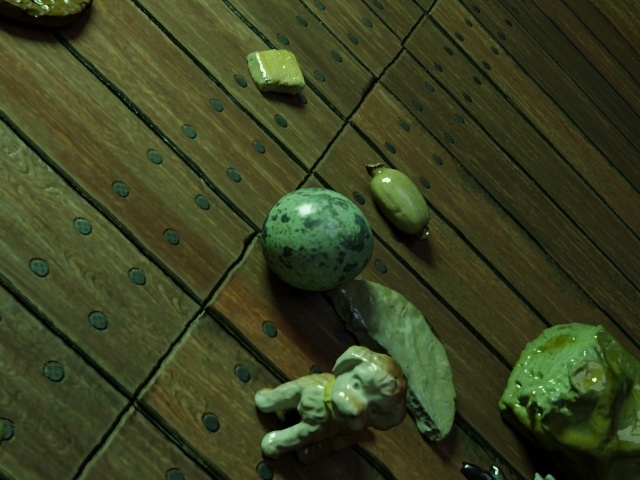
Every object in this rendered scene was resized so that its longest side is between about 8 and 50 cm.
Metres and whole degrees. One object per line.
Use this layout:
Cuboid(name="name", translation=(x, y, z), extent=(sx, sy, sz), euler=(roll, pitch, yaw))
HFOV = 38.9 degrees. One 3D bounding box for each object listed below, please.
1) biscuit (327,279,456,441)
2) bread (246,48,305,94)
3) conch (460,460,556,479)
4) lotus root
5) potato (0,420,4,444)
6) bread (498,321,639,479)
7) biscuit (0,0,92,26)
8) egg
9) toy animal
Cuboid(name="biscuit", translation=(0.118, 0.147, 1.250), extent=(0.250, 0.032, 0.133), euler=(54, 39, 4))
Cuboid(name="bread", translation=(-0.067, -0.257, 1.383), extent=(0.083, 0.035, 0.070), euler=(-6, 65, -40))
Cuboid(name="conch", translation=(0.294, 0.380, 1.140), extent=(0.312, 0.186, 0.241), euler=(18, 19, -11))
Cuboid(name="lotus root", translation=(0.122, -0.066, 1.395), extent=(0.150, 0.062, 0.073), euler=(53, 38, 0))
Cuboid(name="potato", translation=(-0.360, 0.157, 0.728), extent=(0.225, 0.090, 0.117), euler=(9, 48, -48))
Cuboid(name="bread", translation=(0.406, 0.259, 1.327), extent=(0.252, 0.238, 0.196), euler=(45, 79, -2))
Cuboid(name="biscuit", translation=(-0.385, -0.355, 1.145), extent=(0.212, 0.036, 0.212), euler=(24, 46, -28))
Cuboid(name="egg", translation=(0.000, 0.000, 1.171), extent=(0.172, 0.132, 0.132), euler=(12, 52, -53))
Cuboid(name="toy animal", translation=(0.048, 0.181, 1.033), extent=(0.183, 0.185, 0.104), euler=(6, 55, -42))
